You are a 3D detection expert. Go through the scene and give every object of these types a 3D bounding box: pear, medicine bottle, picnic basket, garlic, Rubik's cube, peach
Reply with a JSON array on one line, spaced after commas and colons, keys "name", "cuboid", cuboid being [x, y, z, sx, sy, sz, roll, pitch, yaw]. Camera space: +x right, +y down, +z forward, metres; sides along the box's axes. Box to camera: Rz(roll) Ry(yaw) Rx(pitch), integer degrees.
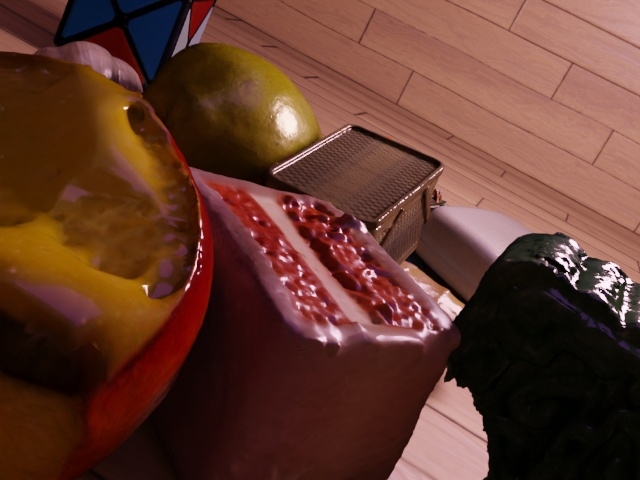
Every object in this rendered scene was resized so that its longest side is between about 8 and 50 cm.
[{"name": "pear", "cuboid": [-0.125, -0.132, 1.111, 0.287, 0.287, 0.375, 37, 18, 26]}, {"name": "medicine bottle", "cuboid": [0.353, 0.042, 1.453, 0.282, 0.123, 0.375, 46, 23, 28]}, {"name": "picnic basket", "cuboid": [0.036, -0.037, 0.997, 0.165, 0.139, 0.267, 26, 34, 19]}, {"name": "garlic", "cuboid": [-0.361, -0.167, 1.117, 0.219, 0.219, 0.212, 6, 65, -42]}, {"name": "Rubik's cube", "cuboid": [-0.406, -0.489, 1.671, 0.247, 0.248, 0.250, 26, 20, -3]}, {"name": "peach", "cuboid": [-0.244, 0.032, 0.598, 0.306, 0.242, 0.380, 0, 37, -15]}]

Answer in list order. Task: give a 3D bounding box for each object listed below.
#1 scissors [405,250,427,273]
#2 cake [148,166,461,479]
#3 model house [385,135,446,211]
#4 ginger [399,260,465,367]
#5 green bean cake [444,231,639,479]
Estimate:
[{"name": "scissors", "cuboid": [0.154, 0.044, 1.368, 0.180, 0.032, 0.393, 22, 22, -11]}, {"name": "cake", "cuboid": [-0.047, 0.098, 0.745, 0.237, 0.230, 0.309, 6, 30, -37]}, {"name": "model house", "cuboid": [0.125, -0.130, 1.475, 0.207, 0.153, 0.294, 4, 9, 26]}, {"name": "ginger", "cuboid": [0.079, 0.072, 1.098, 0.354, 0.126, 0.190, 34, 25, 28]}, {"name": "green bean cake", "cuboid": [0.249, 0.187, 0.760, 0.300, 0.307, 0.169, 34, 24, 15]}]
